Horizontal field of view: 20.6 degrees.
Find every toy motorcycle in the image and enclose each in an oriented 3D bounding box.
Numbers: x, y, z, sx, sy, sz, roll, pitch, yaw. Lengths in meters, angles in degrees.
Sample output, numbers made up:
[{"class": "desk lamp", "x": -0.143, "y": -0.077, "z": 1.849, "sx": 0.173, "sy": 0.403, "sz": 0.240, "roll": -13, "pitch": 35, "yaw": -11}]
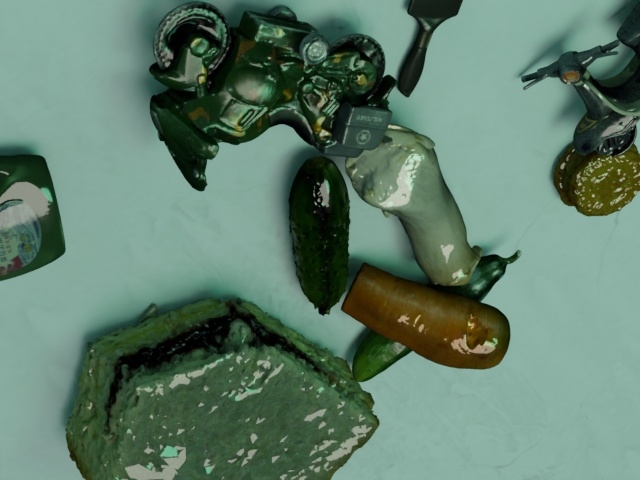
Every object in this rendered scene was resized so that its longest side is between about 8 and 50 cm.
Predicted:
[{"class": "toy motorcycle", "x": 0.346, "y": -0.208, "z": 1.910, "sx": 0.157, "sy": 0.091, "sz": 0.263, "roll": 29, "pitch": 108, "yaw": -33}, {"class": "toy motorcycle", "x": -0.055, "y": -0.133, "z": 1.734, "sx": 0.275, "sy": 0.125, "sz": 0.187, "roll": 5, "pitch": 115, "yaw": -32}]

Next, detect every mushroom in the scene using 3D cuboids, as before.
[{"class": "mushroom", "x": 0.106, "y": -0.042, "z": 1.915, "sx": 0.099, "sy": 0.096, "sz": 0.278, "roll": -28, "pitch": 143, "yaw": 7}]

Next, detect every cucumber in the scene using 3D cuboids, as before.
[{"class": "cucumber", "x": 0.000, "y": 0.000, "z": 1.916, "sx": 0.069, "sy": 0.069, "sz": 0.227, "roll": -18, "pitch": 137, "yaw": -14}, {"class": "cucumber", "x": 0.130, "y": 0.080, "z": 2.061, "sx": 0.250, "sy": 0.056, "sz": 0.056, "roll": -38, "pitch": 135, "yaw": 7}]

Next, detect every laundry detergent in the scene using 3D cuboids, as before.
[{"class": "laundry detergent", "x": -0.361, "y": -0.012, "z": 1.713, "sx": 0.211, "sy": 0.063, "sz": 0.137, "roll": -14, "pitch": 130, "yaw": -14}]

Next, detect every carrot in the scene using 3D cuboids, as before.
[{"class": "carrot", "x": 0.118, "y": 0.091, "z": 1.993, "sx": 0.193, "sy": 0.087, "sz": 0.087, "roll": 17, "pitch": 122, "yaw": -6}]

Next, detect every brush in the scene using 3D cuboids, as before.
[{"class": "brush", "x": 0.112, "y": -0.229, "z": 1.812, "sx": 0.063, "sy": 0.016, "sz": 0.193, "roll": -1, "pitch": 127, "yaw": -27}]

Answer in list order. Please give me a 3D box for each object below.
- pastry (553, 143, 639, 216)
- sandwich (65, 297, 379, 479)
[{"class": "pastry", "x": 0.323, "y": -0.075, "z": 2.027, "sx": 0.097, "sy": 0.057, "sz": 0.109, "roll": 21, "pitch": 114, "yaw": -37}, {"class": "sandwich", "x": -0.121, "y": 0.202, "z": 1.954, "sx": 0.325, "sy": 0.131, "sz": 0.262, "roll": 34, "pitch": 103, "yaw": -38}]
